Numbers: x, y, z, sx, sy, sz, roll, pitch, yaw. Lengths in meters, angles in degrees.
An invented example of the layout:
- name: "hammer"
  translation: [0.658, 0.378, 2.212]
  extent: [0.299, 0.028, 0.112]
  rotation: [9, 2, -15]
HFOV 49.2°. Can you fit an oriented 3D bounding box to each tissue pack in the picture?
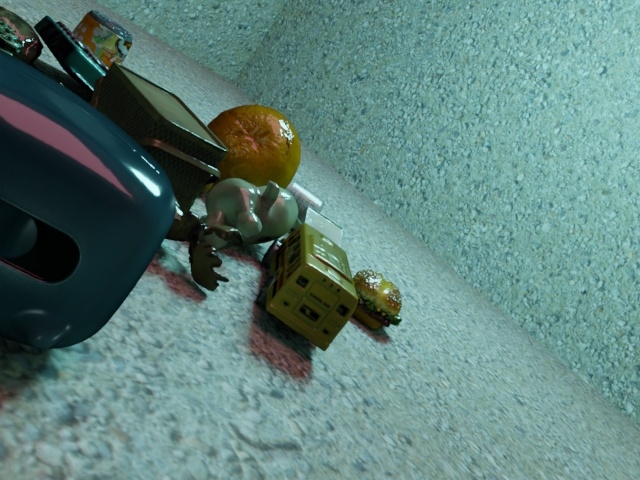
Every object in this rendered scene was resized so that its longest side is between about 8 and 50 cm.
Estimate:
- name: "tissue pack"
  translation: [-0.270, -0.042, 0.570]
  extent: [0.287, 0.198, 0.206]
  rotation: [34, 9, -23]

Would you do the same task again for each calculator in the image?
- name: "calculator"
  translation: [-0.469, -0.345, 1.463]
  extent: [0.274, 0.058, 0.248]
  rotation: [45, -2, 45]

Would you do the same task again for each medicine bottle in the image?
- name: "medicine bottle"
  translation: [-0.083, -0.099, 1.644]
  extent: [0.168, 0.105, 0.105]
  rotation: [36, 11, -7]

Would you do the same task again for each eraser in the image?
- name: "eraser"
  translation: [0.000, 0.000, 1.546]
  extent: [0.104, 0.023, 0.150]
  rotation: [33, 36, -19]

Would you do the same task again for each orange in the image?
- name: "orange"
  translation: [-0.152, -0.184, 1.494]
  extent: [0.219, 0.193, 0.219]
  rotation: [5, 53, -7]

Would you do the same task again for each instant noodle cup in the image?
- name: "instant noodle cup"
  translation: [-0.568, -0.512, 1.810]
  extent: [0.208, 0.125, 0.177]
  rotation: [36, 10, -5]

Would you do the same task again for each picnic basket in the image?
- name: "picnic basket"
  translation: [-0.296, -0.179, 1.220]
  extent: [0.165, 0.139, 0.266]
  rotation: [24, 17, -48]

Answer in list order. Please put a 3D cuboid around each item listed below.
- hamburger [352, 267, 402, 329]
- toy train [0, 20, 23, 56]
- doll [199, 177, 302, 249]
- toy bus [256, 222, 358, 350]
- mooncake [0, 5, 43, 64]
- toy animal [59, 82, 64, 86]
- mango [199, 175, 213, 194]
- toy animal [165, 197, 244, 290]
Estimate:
- name: "hamburger"
  translation: [0.111, 0.113, 1.396]
  extent: [0.137, 0.087, 0.166]
  rotation: [37, 11, 2]
- name: "toy train"
  translation: [-0.595, -0.355, 1.224]
  extent: [0.118, 0.074, 0.176]
  rotation: [22, 20, -41]
- name: "doll"
  translation: [-0.117, -0.052, 1.241]
  extent: [0.113, 0.155, 0.275]
  rotation: [68, 19, 5]
- name: "toy bus"
  translation: [-0.020, 0.057, 1.134]
  extent: [0.121, 0.123, 0.335]
  rotation: [35, 11, -10]
- name: "mooncake"
  translation: [-0.608, -0.404, 1.379]
  extent: [0.125, 0.073, 0.130]
  rotation: [33, 13, -28]
- name: "toy animal"
  translation: [-0.472, -0.231, 1.071]
  extent: [0.179, 0.089, 0.188]
  rotation: [21, 17, 0]
- name: "mango"
  translation: [-0.275, -0.170, 1.396]
  extent: [0.190, 0.098, 0.075]
  rotation: [45, -28, 19]
- name: "toy animal"
  translation: [-0.207, -0.029, 1.001]
  extent: [0.186, 0.093, 0.214]
  rotation: [40, 0, -29]
